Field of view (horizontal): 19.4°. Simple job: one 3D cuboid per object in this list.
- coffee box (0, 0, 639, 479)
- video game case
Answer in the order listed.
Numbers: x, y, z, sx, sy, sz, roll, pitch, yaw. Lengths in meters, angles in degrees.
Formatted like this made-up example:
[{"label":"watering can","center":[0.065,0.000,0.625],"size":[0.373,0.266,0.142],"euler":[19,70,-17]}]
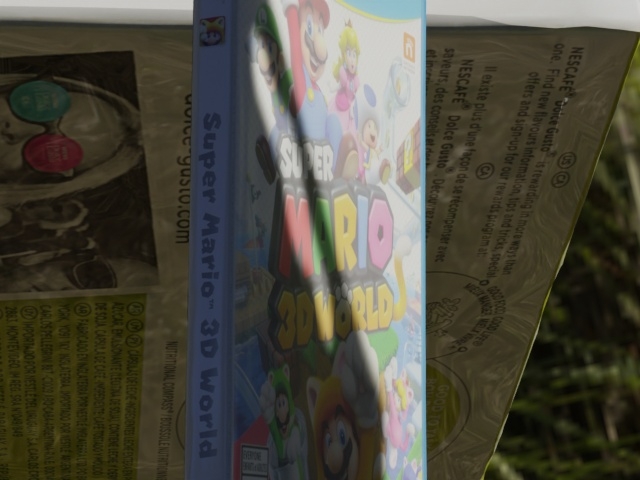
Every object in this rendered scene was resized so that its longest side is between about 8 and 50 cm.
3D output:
[{"label":"coffee box","center":[-0.073,-0.106,0.847],"size":[0.334,0.338,0.338],"euler":[0,-37,-7]},{"label":"video game case","center":[0.000,0.000,0.483],"size":[0.015,0.166,0.119],"euler":[-5,-11,25]}]
